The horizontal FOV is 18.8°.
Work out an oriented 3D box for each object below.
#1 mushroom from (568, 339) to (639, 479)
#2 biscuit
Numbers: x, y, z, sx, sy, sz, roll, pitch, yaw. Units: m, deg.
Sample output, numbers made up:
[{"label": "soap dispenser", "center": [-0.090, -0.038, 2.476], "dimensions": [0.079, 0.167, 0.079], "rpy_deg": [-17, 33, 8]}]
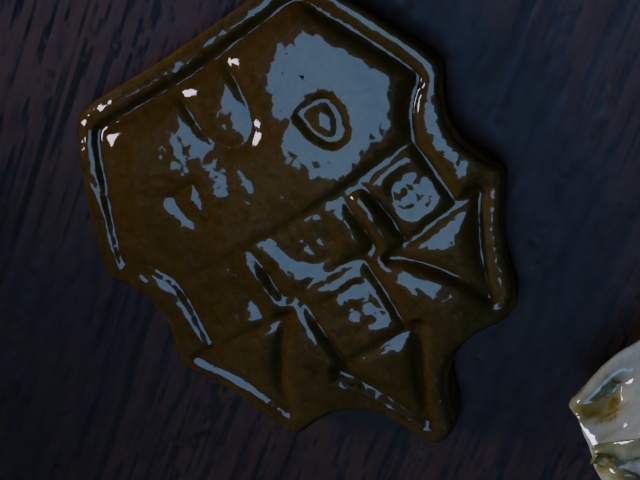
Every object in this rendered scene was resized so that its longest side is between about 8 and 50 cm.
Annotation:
[{"label": "mushroom", "center": [0.228, -0.024, 0.779], "dimensions": [0.123, 0.095, 0.351], "rpy_deg": [34, 110, 9]}, {"label": "biscuit", "center": [0.000, 0.001, 0.864], "dimensions": [0.182, 0.034, 0.215], "rpy_deg": [-31, 99, 20]}]
